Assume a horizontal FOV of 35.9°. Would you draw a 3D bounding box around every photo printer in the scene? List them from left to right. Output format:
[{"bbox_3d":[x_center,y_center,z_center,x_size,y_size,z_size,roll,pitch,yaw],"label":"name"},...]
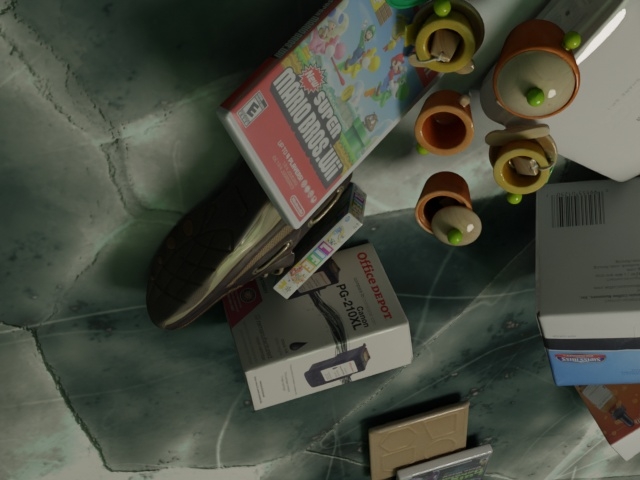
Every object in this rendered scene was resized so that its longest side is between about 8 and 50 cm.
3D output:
[{"bbox_3d":[0.397,-0.209,1.294,0.307,0.107,0.256,18,127,-35],"label":"photo printer"}]

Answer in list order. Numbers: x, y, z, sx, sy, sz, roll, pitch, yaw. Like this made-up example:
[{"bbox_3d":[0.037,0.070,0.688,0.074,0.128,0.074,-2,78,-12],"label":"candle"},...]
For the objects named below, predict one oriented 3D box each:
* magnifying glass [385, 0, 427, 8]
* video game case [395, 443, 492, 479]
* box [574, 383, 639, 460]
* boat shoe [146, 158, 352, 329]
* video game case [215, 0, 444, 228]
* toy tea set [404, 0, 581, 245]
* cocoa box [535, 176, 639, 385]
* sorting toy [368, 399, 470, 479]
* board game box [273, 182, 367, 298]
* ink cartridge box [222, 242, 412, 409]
[{"bbox_3d":[0.169,-0.328,1.095,0.231,0.026,0.092,-27,159,-2],"label":"magnifying glass"},{"bbox_3d":[0.237,0.464,1.944,0.190,0.022,0.173,-15,149,-9],"label":"video game case"},{"bbox_3d":[0.561,0.292,1.821,0.130,0.170,0.091,-36,136,13],"label":"box"},{"bbox_3d":[-0.089,0.002,1.293,0.130,0.132,0.355,26,120,-39],"label":"boat shoe"},{"bbox_3d":[0.023,-0.174,1.146,0.285,0.025,0.204,-47,139,-15],"label":"video game case"},{"bbox_3d":[0.196,-0.120,1.181,0.200,0.124,0.336,4,130,9],"label":"toy tea set"},{"bbox_3d":[0.497,0.060,1.428,0.347,0.232,0.228,-4,146,18],"label":"cocoa box"},{"bbox_3d":[0.181,0.371,1.846,0.193,0.038,0.208,-14,141,-9],"label":"sorting toy"},{"bbox_3d":[0.000,0.000,1.348,0.026,0.103,0.154,40,113,-12],"label":"board game box"},{"bbox_3d":[-0.007,0.118,1.410,0.237,0.172,0.100,-16,137,-8],"label":"ink cartridge box"}]
